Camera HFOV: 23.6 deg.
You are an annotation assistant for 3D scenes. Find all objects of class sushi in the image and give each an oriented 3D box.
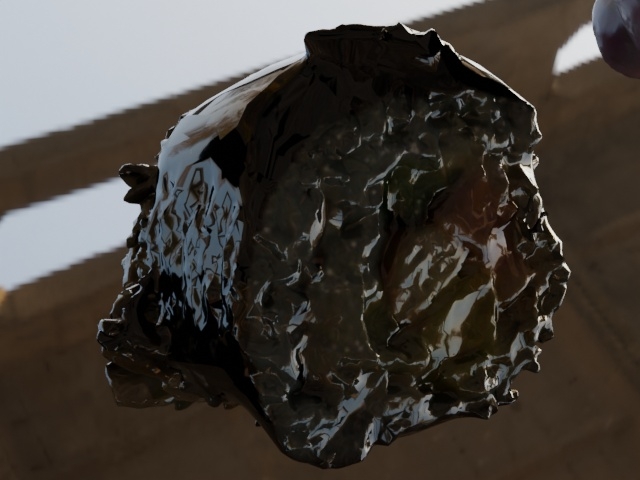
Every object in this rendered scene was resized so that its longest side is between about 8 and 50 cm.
[{"bbox_3d":[-0.003,-0.001,0.843,0.238,0.218,0.225,13,-91,-26],"label":"sushi"}]

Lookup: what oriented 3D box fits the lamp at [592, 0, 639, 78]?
[{"bbox_3d":[0.298,-0.139,0.782,0.301,0.247,0.247,-3,-108,-5],"label":"lamp"}]
